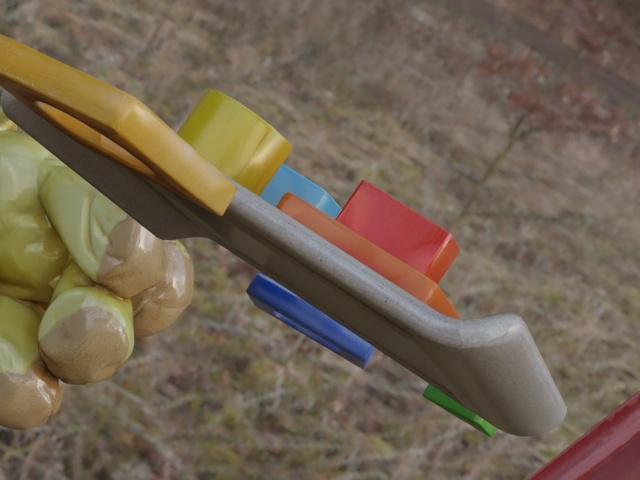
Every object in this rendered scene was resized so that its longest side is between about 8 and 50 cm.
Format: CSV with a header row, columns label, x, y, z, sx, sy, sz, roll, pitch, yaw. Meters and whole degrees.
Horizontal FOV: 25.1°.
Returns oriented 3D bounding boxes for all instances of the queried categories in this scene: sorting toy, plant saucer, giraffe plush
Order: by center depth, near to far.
label,x,y,z,sx,sy,sz,roll,pitch,yaw
sorting toy,0.000,0.000,0.529,0.196,0.047,0.347,28,-7,20
giraffe plush,-0.155,0.014,0.918,0.210,0.181,0.170,59,16,26
plant saucer,0.280,0.267,1.466,0.048,0.259,0.258,48,8,-5
